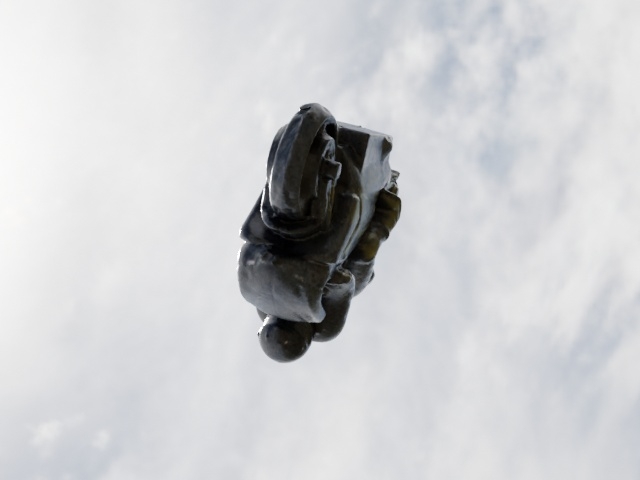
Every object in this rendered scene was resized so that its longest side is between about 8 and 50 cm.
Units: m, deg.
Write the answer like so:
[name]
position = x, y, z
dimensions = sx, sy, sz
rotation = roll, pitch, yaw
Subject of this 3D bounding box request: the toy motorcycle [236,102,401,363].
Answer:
[toy motorcycle]
position = 0.000, 0.000, 0.673
dimensions = 0.193, 0.061, 0.124
rotation = 8, -82, -77
